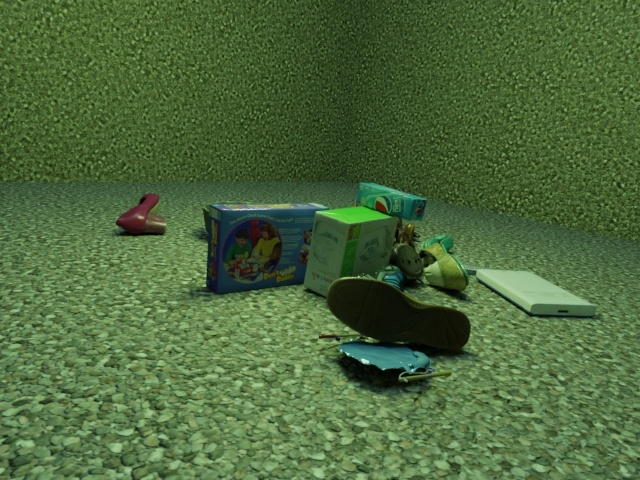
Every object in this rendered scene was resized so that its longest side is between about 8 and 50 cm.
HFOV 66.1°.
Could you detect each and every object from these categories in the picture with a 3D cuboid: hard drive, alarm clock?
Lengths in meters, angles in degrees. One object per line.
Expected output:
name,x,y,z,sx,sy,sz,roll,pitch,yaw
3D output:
hard drive,0.660,0.160,1.542,0.210,0.040,0.318,3,13,-11
alarm clock,0.259,0.055,1.561,0.129,0.192,0.064,-8,-26,-44

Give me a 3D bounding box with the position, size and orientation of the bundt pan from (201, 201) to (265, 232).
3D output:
bundt pan,-0.303,-0.067,1.938,0.331,0.124,0.331,6,12,-1

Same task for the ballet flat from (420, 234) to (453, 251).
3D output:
ballet flat,0.451,0.030,1.972,0.087,0.083,0.247,-15,-2,37

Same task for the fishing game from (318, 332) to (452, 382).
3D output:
fishing game,0.127,0.238,0.995,0.189,0.041,0.264,5,5,-40

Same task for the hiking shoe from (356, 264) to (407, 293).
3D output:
hiking shoe,0.173,0.150,1.307,0.132,0.113,0.304,40,23,20

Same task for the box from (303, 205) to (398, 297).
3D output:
box,0.090,0.029,1.443,0.127,0.231,0.262,21,19,36

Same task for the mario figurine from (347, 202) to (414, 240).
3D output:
mario figurine,0.260,-0.099,2.174,0.321,0.198,0.170,15,57,12

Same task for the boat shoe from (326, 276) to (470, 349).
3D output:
boat shoe,0.161,0.169,1.092,0.341,0.121,0.110,20,-10,-15

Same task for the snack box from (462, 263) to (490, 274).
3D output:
snack box,0.519,0.102,1.775,0.178,0.022,0.064,9,13,16

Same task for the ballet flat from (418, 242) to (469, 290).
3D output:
ballet flat,0.386,0.093,1.602,0.123,0.123,0.348,5,14,0

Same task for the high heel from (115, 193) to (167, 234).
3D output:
high heel,-0.738,-0.125,1.971,0.181,0.127,0.377,10,12,-31

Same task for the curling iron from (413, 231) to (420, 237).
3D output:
curling iron,0.394,-0.040,2.306,0.068,0.035,0.274,3,12,-21

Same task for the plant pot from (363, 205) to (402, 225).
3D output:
plant pot,0.242,-0.080,1.984,0.216,0.230,0.215,6,13,-1

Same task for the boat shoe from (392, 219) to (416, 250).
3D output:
boat shoe,0.261,0.008,1.713,0.123,0.123,0.342,52,8,28

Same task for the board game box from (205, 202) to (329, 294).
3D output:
board game box,-0.146,0.014,1.410,0.347,0.233,0.078,-3,16,-35

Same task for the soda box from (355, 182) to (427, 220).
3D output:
soda box,0.210,-0.119,1.480,0.071,0.067,0.210,-4,20,-46
